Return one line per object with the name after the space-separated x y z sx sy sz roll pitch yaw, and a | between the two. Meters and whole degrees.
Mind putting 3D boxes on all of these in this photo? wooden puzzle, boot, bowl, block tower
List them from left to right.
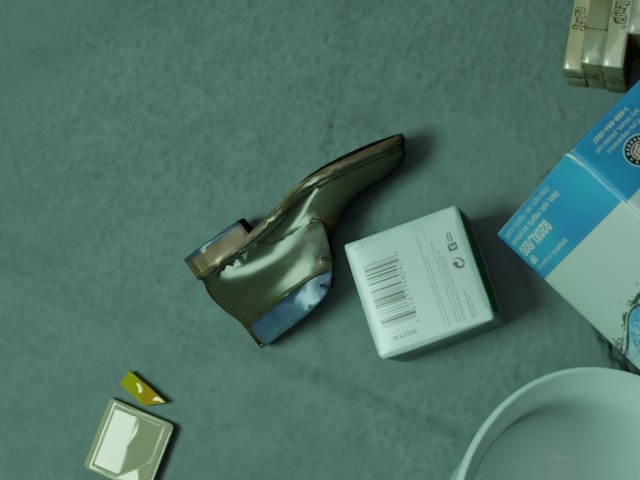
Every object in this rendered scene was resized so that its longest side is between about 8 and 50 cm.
-0.171 0.184 1.179 0.079 0.014 0.116 27 90 21 | wooden puzzle
0.000 0.000 1.136 0.219 0.082 0.106 -32 92 12 | boot
0.191 0.254 0.977 0.298 0.134 0.297 11 64 -23 | bowl
0.366 -0.150 1.038 0.336 0.091 0.097 9 86 17 | block tower

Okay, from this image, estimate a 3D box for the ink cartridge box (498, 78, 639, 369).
0.287 -0.004 0.955 0.233 0.168 0.171 44 68 8 | ink cartridge box

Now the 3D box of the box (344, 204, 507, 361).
0.089 0.038 1.089 0.102 0.087 0.101 -20 78 11 | box
